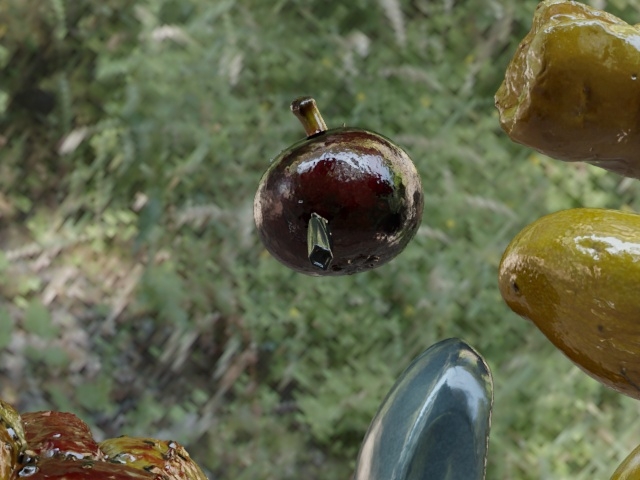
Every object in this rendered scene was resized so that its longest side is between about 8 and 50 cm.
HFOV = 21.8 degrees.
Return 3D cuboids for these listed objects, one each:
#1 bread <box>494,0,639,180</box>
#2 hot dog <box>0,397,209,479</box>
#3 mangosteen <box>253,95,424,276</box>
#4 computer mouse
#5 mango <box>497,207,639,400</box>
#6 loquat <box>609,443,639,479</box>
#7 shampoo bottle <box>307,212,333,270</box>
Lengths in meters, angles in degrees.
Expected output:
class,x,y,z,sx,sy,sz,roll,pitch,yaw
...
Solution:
class,x,y,z,sx,sy,sz,roll,pitch,yaw
bread,0.382,-0.164,1.980,0.344,0.195,0.148,13,33,-19
hot dog,-0.295,0.256,1.682,0.367,0.196,0.365,16,0,3
mangosteen,0.016,-0.080,2.276,0.235,0.235,0.261,14,54,-55
computer mouse,0.080,0.273,1.540,0.114,0.373,0.203,8,-10,-4
mango,0.246,0.055,1.321,0.262,0.157,0.109,13,45,33
loquat,0.317,0.248,1.249,0.235,0.235,0.235,35,17,-13
shampoo bottle,0.000,0.000,1.936,0.137,0.027,0.048,-92,163,-74
